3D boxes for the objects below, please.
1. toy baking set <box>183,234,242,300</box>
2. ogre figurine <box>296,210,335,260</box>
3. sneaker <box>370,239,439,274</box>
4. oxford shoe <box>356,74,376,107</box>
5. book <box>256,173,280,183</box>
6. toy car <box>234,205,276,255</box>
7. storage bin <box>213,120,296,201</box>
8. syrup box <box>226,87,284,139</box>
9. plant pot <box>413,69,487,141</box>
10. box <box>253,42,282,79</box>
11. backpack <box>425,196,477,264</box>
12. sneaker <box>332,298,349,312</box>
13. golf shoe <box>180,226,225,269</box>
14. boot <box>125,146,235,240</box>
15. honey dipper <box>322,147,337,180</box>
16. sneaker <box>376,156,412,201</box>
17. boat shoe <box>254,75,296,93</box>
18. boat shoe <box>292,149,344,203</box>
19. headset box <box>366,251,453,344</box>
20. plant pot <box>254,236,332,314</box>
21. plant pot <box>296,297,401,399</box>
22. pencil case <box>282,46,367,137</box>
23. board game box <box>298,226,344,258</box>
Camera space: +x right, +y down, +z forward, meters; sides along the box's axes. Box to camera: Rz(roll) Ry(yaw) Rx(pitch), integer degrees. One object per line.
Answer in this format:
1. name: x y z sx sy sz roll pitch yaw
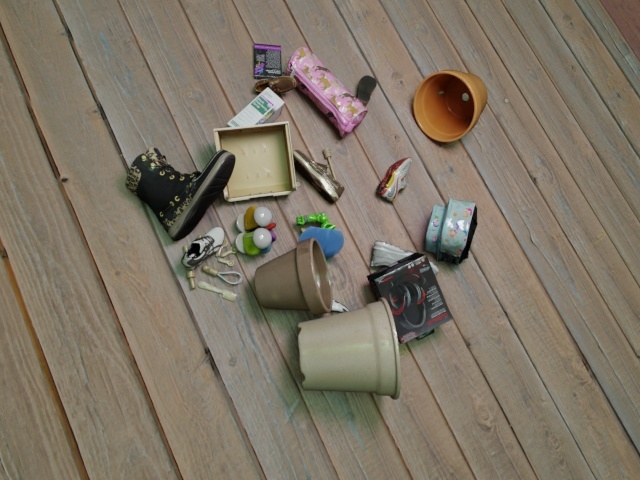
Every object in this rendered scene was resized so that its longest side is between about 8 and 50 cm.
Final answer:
1. toy baking set: -0.385 0.097 1.511 0.196 0.030 0.257 -7 76 -14
2. ogre figurine: 0.002 -0.022 1.599 0.118 0.097 0.197 -30 71 -7
3. sneaker: 0.325 0.093 1.653 0.281 0.105 0.116 20 95 -5
4. oxford shoe: 0.188 -0.642 1.830 0.076 0.076 0.212 25 55 -3
5. book: -0.228 -0.299 1.657 0.096 0.035 0.144 -21 80 -13
6. toy car: -0.222 -0.030 1.539 0.136 0.159 0.182 16 67 -46
7. storage bin: -0.236 -0.286 1.550 0.262 0.123 0.261 -8 102 -9
8. syrup box: -0.256 -0.485 1.668 0.093 0.096 0.237 42 71 -1
9. plant pot: 0.577 -0.592 1.803 0.203 0.291 0.291 -32 83 -35
10. box: -0.224 -0.755 1.786 0.115 0.029 0.162 0 73 -12
11. backpack: 0.513 -0.045 1.638 0.190 0.253 0.225 16 72 13
12. sneaker: 0.058 0.248 1.570 0.109 0.040 0.044 30 87 1
13. golf shoe: -0.402 0.017 1.473 0.077 0.094 0.198 36 60 0
14. boot: -0.491 -0.220 1.456 0.284 0.138 0.377 42 112 6
15. honey dipper: 0.047 -0.300 1.720 0.030 0.030 0.161 -16 81 -16
16. sneaker: 0.319 -0.256 1.751 0.092 0.088 0.225 43 69 -20
17. boat shoe: -0.184 -0.622 1.701 0.177 0.064 0.060 3 36 21
18. boat shoe: -0.008 -0.268 1.668 0.095 0.095 0.257 -45 100 -16
19. headset box: 0.332 0.222 1.550 0.217 0.110 0.294 -24 97 -6
20. plant pot: -0.099 0.140 1.456 0.229 0.263 0.263 -12 77 9
21. plant pot: 0.080 0.372 1.410 0.305 0.334 0.334 -5 76 -3
22. pencil case: 0.022 -0.605 1.731 0.386 0.160 0.167 46 75 2
23. board game box: 0.000 0.000 1.538 0.168 0.133 0.033 7 37 -14
